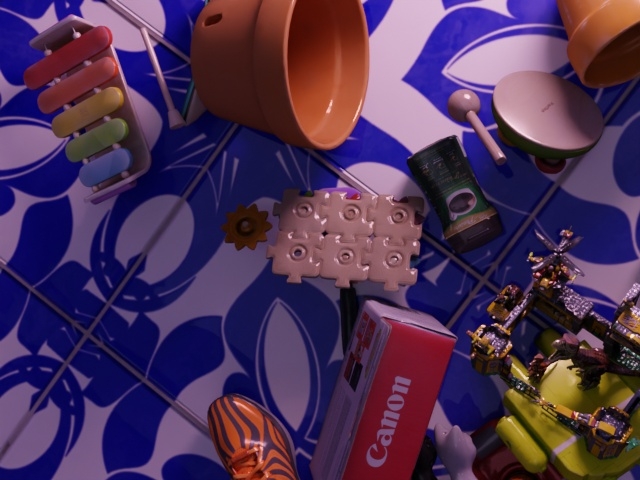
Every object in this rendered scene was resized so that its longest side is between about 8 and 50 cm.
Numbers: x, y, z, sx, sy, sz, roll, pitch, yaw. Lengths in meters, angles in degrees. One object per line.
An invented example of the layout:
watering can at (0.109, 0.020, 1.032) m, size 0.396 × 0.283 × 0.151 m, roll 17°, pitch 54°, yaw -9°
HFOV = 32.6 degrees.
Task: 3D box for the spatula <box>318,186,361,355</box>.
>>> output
spatula at (0.044, 0.057, 1.847) m, size 0.084 × 0.030 × 0.296 m, roll -5°, pitch 90°, yaw 7°

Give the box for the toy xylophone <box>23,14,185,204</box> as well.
toy xylophone at (-0.370, -0.238, 1.872) m, size 0.236 × 0.081 × 0.322 m, roll -31°, pitch 82°, yaw 28°

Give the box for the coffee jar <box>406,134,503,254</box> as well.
coffee jar at (0.221, -0.073, 1.788) m, size 0.096 × 0.079 × 0.184 m, roll -26°, pitch 85°, yaw 2°

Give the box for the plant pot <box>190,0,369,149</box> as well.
plant pot at (-0.073, -0.292, 1.756) m, size 0.204 × 0.291 × 0.290 m, roll 4°, pitch 91°, yaw 27°

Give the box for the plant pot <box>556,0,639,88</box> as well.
plant pot at (0.453, -0.371, 1.692) m, size 0.205 × 0.205 × 0.188 m, roll -28°, pitch 70°, yaw 10°

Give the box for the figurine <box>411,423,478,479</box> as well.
figurine at (0.198, 0.393, 1.743) m, size 0.092 × 0.215 × 0.209 m, roll -12°, pitch 83°, yaw -25°

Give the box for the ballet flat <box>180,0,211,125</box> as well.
ballet flat at (-0.178, -0.311, 1.867) m, size 0.086 × 0.086 × 0.248 m, roll 12°, pitch 92°, yaw 10°

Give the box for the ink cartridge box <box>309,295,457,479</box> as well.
ink cartridge box at (0.096, 0.267, 1.707) m, size 0.130 × 0.272 × 0.309 m, roll 17°, pitch 94°, yaw -7°

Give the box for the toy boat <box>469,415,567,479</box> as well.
toy boat at (0.321, 0.399, 1.737) m, size 0.151 × 0.151 × 0.231 m, roll -39°, pitch 84°, yaw 9°

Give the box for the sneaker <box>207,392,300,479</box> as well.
sneaker at (-0.097, 0.403, 1.802) m, size 0.125 × 0.180 × 0.321 m, roll -34°, pitch 85°, yaw 9°

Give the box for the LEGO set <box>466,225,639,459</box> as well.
LEGO set at (0.389, 0.148, 1.644) m, size 0.255 × 0.192 × 0.331 m, roll -38°, pitch 63°, yaw -18°

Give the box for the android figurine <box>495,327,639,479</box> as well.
android figurine at (0.404, 0.269, 1.712) m, size 0.248 × 0.056 × 0.273 m, roll -32°, pitch 63°, yaw -16°

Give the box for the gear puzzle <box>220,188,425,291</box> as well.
gear puzzle at (0.000, 0.000, 1.813) m, size 0.339 × 0.044 × 0.175 m, roll 4°, pitch 66°, yaw 8°

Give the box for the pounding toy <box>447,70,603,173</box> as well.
pounding toy at (0.325, -0.168, 1.746) m, size 0.237 × 0.110 × 0.183 m, roll -11°, pitch 53°, yaw -23°
